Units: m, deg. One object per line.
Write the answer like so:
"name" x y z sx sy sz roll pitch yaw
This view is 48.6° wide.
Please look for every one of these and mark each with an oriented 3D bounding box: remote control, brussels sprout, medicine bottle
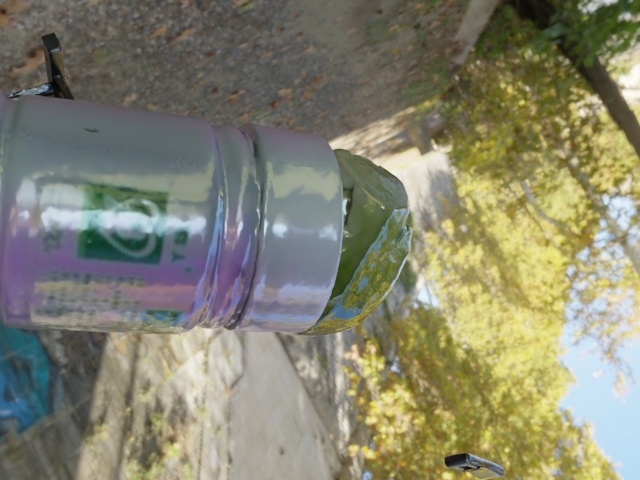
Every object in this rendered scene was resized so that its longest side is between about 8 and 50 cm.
"remote control" 0.317 0.463 1.448 0.059 0.028 0.212 -23 145 25
"brussels sprout" -0.002 0.003 1.127 0.289 0.281 0.355 13 140 -29
"medicine bottle" -0.164 -0.018 0.666 0.325 0.212 0.212 4 170 -22

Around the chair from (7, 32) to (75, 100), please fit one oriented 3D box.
"chair" -0.429 -0.080 1.076 0.203 0.241 0.416 -27 172 -22
